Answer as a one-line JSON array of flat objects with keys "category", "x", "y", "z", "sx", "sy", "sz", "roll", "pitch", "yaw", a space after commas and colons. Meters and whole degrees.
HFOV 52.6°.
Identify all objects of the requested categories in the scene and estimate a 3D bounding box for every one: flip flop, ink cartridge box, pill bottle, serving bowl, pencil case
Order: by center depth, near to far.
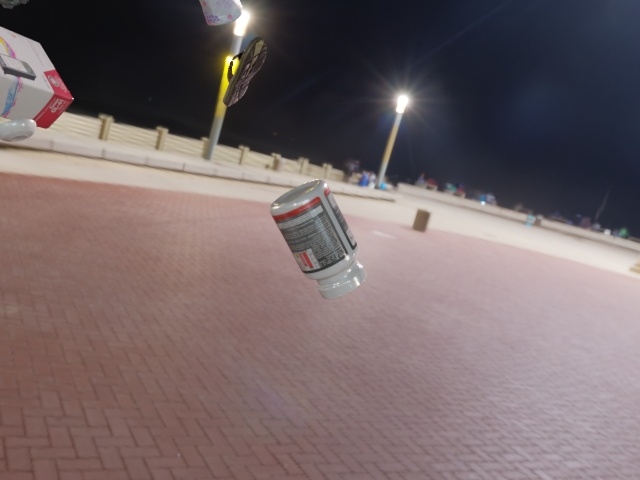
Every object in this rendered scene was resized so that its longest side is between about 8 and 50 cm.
[{"category": "serving bowl", "x": -0.635, "y": -0.226, "z": 1.353, "sx": 0.083, "sy": 0.027, "sz": 0.083, "roll": -19, "pitch": -4, "yaw": -1}, {"category": "ink cartridge box", "x": -0.809, "y": -0.426, "z": 1.613, "sx": 0.226, "sy": 0.131, "sz": 0.306, "roll": 56, "pitch": 16, "yaw": 16}, {"category": "pencil case", "x": -0.325, "y": -0.790, "z": 1.945, "sx": 0.124, "sy": 0.273, "sz": 0.113, "roll": -33, "pitch": 40, "yaw": -22}, {"category": "flip flop", "x": -0.265, "y": -0.558, "z": 2.123, "sx": 0.080, "sy": 0.277, "sz": 0.112, "roll": 48, "pitch": 47, "yaw": 8}, {"category": "pill bottle", "x": 0.000, "y": 0.000, "z": 2.144, "sx": 0.210, "sy": 0.363, "sz": 0.210, "roll": -25, "pitch": 16, "yaw": 8}]

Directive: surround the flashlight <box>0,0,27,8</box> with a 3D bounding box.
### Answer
[{"category": "flashlight", "x": -0.830, "y": -0.725, "z": 1.671, "sx": 0.103, "sy": 0.103, "sz": 0.304, "roll": 22, "pitch": 30, "yaw": -52}]
